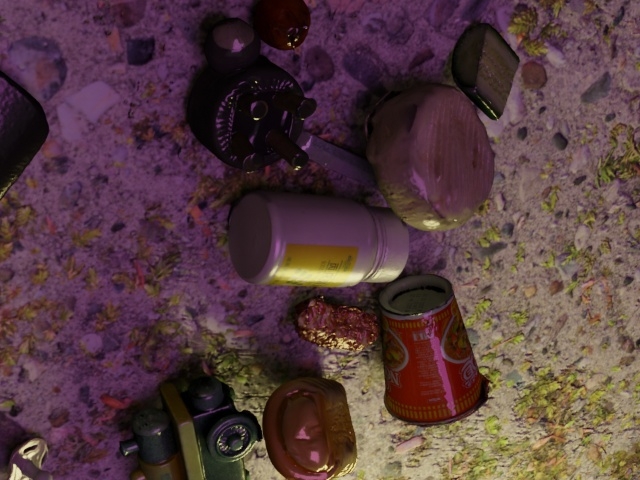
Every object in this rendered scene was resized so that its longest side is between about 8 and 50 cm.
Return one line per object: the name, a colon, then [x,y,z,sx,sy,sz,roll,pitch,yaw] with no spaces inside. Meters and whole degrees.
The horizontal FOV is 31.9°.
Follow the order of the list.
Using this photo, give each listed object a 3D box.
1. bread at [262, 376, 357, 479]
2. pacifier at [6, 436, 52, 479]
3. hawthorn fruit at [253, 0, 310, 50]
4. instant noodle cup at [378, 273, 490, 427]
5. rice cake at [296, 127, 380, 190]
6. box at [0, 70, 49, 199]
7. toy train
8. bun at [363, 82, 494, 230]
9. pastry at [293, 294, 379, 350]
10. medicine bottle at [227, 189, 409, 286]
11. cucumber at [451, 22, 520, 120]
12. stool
bread: [-0.020,0.306,1.805,0.121,0.173,0.311,-13,169,10]
pacifier: [-0.428,0.345,1.680,0.081,0.078,0.099,-12,124,-52]
hawthorn fruit: [-0.047,-0.298,1.539,0.081,0.093,0.081,-17,126,-25]
instant noodle cup: [0.183,0.179,1.919,0.193,0.193,0.212,-24,119,-20]
rice cake: [0.037,-0.123,1.734,0.211,0.034,0.043,20,101,-39]
box: [-0.460,-0.136,1.401,0.201,0.042,0.212,-50,130,2]
toy train: [-0.212,0.383,1.803,0.237,0.150,0.369,-16,122,-17]
bun: [0.157,-0.127,1.722,0.239,0.141,0.239,16,67,-45]
pastry: [0.018,0.137,1.859,0.169,0.063,0.087,20,95,-34]
medicine bottle: [0.000,0.000,1.712,0.258,0.143,0.143,2,115,-35]
cucumber: [0.257,-0.265,1.772,0.115,0.062,0.116,34,71,-41]
stool: [-0.102,-0.185,1.542,0.153,0.139,0.228,-44,134,-5]
